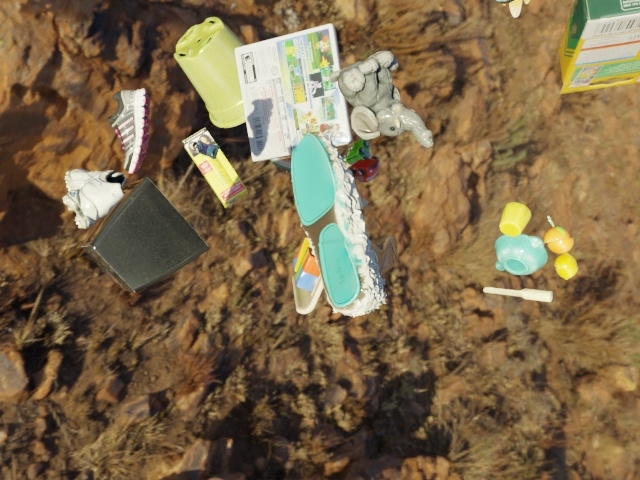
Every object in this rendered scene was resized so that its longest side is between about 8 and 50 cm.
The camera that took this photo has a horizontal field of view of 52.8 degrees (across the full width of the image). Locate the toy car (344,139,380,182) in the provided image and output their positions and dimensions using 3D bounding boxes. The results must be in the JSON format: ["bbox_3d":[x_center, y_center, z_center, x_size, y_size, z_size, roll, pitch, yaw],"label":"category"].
[{"bbox_3d":[0.090,-0.201,1.739,0.053,0.239,0.225,55,39,-21],"label":"toy car"}]

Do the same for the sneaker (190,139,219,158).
[{"bbox_3d":[-0.289,-0.230,1.592,0.069,0.098,0.038,20,91,-4],"label":"sneaker"}]

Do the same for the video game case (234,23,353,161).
[{"bbox_3d":[-0.078,-0.408,1.809,0.036,0.300,0.329,-17,98,-70],"label":"video game case"}]

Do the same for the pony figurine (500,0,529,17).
[{"bbox_3d":[0.348,-0.611,1.079,0.351,0.303,0.363,52,41,-77],"label":"pony figurine"}]

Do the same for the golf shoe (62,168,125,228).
[{"bbox_3d":[-0.321,-0.073,0.937,0.086,0.176,0.069,-29,120,-9],"label":"golf shoe"}]

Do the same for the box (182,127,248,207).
[{"bbox_3d":[-0.316,-0.218,1.940,0.087,0.058,0.232,-32,83,-8],"label":"box"}]

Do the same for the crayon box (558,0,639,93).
[{"bbox_3d":[0.570,-0.386,1.209,0.323,0.203,0.083,41,44,-75],"label":"crayon box"}]

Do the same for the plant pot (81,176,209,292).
[{"bbox_3d":[-0.370,0.003,1.307,0.167,0.188,0.187,-47,110,-22],"label":"plant pot"}]

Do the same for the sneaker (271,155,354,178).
[{"bbox_3d":[-0.030,-0.217,2.053,0.108,0.302,0.121,-49,146,-37],"label":"sneaker"}]

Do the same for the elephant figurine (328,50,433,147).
[{"bbox_3d":[0.144,-0.316,1.543,0.239,0.169,0.186,62,10,-18],"label":"elephant figurine"}]

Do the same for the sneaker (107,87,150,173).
[{"bbox_3d":[-0.381,-0.218,1.268,0.063,0.075,0.170,-89,-172,-71],"label":"sneaker"}]

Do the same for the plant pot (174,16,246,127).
[{"bbox_3d":[-0.307,-0.539,2.007,0.254,0.276,0.276,48,41,-42],"label":"plant pot"}]

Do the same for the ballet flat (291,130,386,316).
[{"bbox_3d":[0.040,-0.029,1.335,0.147,0.147,0.409,11,58,-45],"label":"ballet flat"}]

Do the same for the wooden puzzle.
[{"bbox_3d":[0.000,0.000,1.802,0.080,0.348,0.322,26,12,-11],"label":"wooden puzzle"}]

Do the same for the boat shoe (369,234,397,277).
[{"bbox_3d":[0.112,0.052,1.816,0.342,0.123,0.123,-29,119,-61],"label":"boat shoe"}]

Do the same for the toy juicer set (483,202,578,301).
[{"bbox_3d":[0.542,0.048,1.635,0.089,0.209,0.329,-57,156,-33],"label":"toy juicer set"}]
